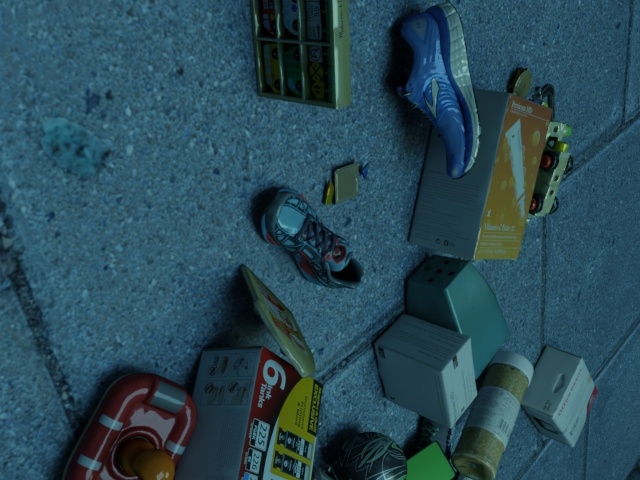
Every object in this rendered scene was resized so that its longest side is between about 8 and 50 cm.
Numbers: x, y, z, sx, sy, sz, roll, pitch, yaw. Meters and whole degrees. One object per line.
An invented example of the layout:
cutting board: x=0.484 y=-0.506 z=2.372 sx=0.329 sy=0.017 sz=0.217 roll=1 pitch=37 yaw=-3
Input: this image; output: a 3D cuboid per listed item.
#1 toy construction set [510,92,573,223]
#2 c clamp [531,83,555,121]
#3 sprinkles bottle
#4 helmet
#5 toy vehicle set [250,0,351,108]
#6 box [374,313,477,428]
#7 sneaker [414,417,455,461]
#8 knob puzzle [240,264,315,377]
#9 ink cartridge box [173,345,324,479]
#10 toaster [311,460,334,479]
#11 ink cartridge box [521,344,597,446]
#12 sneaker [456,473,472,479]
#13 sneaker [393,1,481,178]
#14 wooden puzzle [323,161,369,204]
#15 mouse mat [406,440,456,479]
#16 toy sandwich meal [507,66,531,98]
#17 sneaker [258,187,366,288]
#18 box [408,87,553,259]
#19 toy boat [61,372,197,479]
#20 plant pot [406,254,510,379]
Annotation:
toy construction set: x=0.489 y=-0.172 z=1.671 sx=0.151 sy=0.215 sz=0.327 roll=-15 pitch=121 yaw=-28
c clamp: x=0.586 y=-0.339 z=1.850 sx=0.137 sy=0.022 sz=0.160 roll=-46 pitch=133 yaw=-35
sprinkles bottle: x=0.461 y=0.460 z=1.869 sx=0.355 sy=0.121 sz=0.121 roll=-54 pitch=139 yaw=-38
helmet: x=0.103 y=0.488 z=1.487 sx=0.169 sy=0.169 sz=0.161 roll=-33 pitch=143 yaw=-37
toy vehicle set: x=-0.032 y=-0.334 z=1.018 sx=0.035 sy=0.166 sz=0.266 roll=-26 pitch=122 yaw=-42
box: x=0.232 y=0.284 z=1.542 sx=0.119 sy=0.182 sz=0.181 roll=-40 pitch=131 yaw=-34
sneaker: x=0.280 y=0.500 z=1.760 sx=0.098 sy=0.083 sz=0.223 roll=-28 pitch=125 yaw=-34
knob puzzle: x=-0.067 y=0.154 z=1.165 sx=0.030 sy=0.213 sz=0.213 roll=-33 pitch=135 yaw=4
ink cartridge box: x=-0.097 y=0.364 z=1.150 sx=0.272 sy=0.130 sz=0.309 roll=43 pitch=47 yaw=-48
toaster: x=-0.053 y=0.529 z=1.347 sx=0.146 sy=0.129 sz=0.227 roll=44 pitch=69 yaw=-50
ink cartridge box: x=0.790 y=0.515 z=2.316 sx=0.226 sy=0.131 sz=0.306 roll=-58 pitch=137 yaw=-16
sneaker: x=0.406 y=0.678 z=2.001 sx=0.161 sy=0.057 sz=0.075 roll=-25 pitch=105 yaw=-40
sneaker: x=0.220 y=-0.276 z=1.355 sx=0.130 sy=0.147 sz=0.330 roll=-68 pitch=144 yaw=-74
wooden puzzle: x=0.047 y=-0.108 z=1.316 sx=0.116 sy=0.014 sz=0.078 roll=-16 pitch=120 yaw=-45
mouse mat: x=0.256 y=0.588 z=1.765 sx=0.153 sy=0.007 sz=0.189 roll=-33 pitch=129 yaw=-4
toy sandwich meal: x=0.485 y=-0.381 z=1.710 sx=0.086 sy=0.029 sz=0.085 roll=-32 pitch=137 yaw=-35
sneaker: x=0.000 y=0.000 z=1.212 sx=0.104 sy=0.125 sz=0.262 roll=-60 pitch=139 yaw=-15
box: x=0.349 y=-0.142 z=1.530 sx=0.215 sy=0.168 sz=0.345 roll=0 pitch=103 yaw=-49
toy boat: x=-0.256 y=0.312 z=0.994 sx=0.151 sy=0.151 sz=0.231 roll=33 pitch=77 yaw=-33
plant pot: x=0.297 y=0.158 z=1.597 sx=0.165 sy=0.166 sz=0.234 roll=-42 pitch=124 yaw=-31
